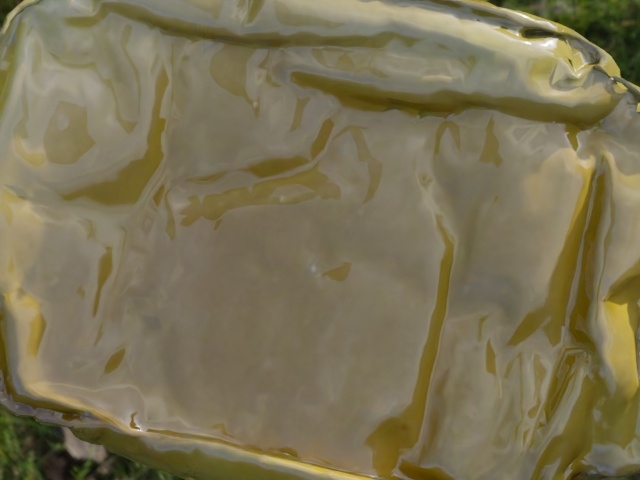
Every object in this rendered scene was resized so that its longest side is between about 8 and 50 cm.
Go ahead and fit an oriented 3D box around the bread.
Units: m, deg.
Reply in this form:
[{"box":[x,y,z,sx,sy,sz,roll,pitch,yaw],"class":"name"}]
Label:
[{"box":[0.000,0.000,0.438,0.250,0.179,0.133,8,13,-6],"class":"bread"}]
